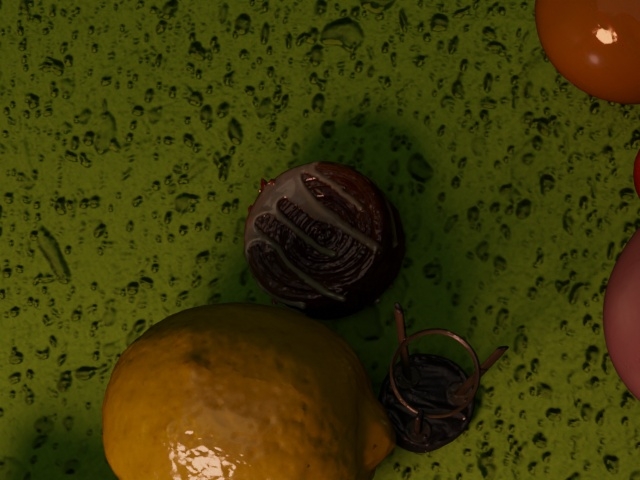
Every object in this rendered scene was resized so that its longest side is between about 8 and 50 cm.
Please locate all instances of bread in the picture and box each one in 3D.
[{"bbox_3d":[0.000,0.000,1.576,0.160,0.073,0.160,-5,76,20],"label":"bread"}]

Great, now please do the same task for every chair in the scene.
[{"bbox_3d":[0.107,0.130,1.450,0.095,0.221,0.104,-5,72,-5],"label":"chair"}]

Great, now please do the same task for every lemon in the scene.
[{"bbox_3d":[-0.070,0.171,1.479,0.288,0.233,0.233,7,80,14],"label":"lemon"}]

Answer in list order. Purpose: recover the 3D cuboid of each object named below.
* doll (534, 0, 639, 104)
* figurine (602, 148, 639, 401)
[{"bbox_3d":[0.316,-0.198,1.447,0.213,0.213,0.236,-38,82,8],"label":"doll"},{"bbox_3d":[0.349,0.049,1.362,0.211,0.270,0.261,-30,57,45],"label":"figurine"}]
